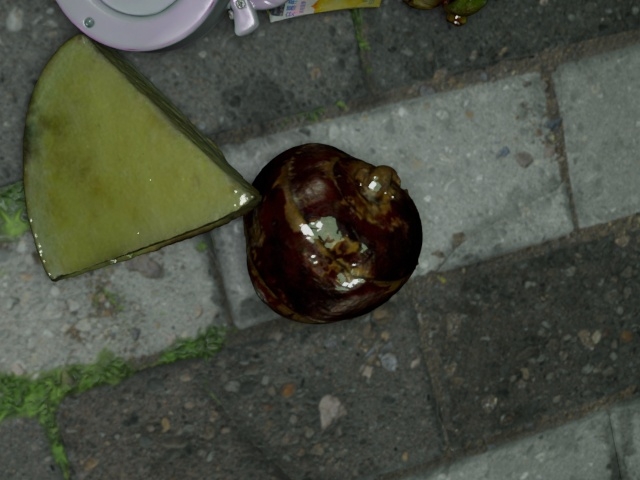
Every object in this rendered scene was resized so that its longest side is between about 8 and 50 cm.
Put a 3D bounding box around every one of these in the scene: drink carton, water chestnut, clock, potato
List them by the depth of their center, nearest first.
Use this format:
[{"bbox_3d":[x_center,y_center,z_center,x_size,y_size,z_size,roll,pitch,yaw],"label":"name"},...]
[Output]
[{"bbox_3d":[-0.166,-0.371,1.179,0.338,0.102,0.339,1,102,3],"label":"clock"},{"bbox_3d":[-0.222,-0.115,1.234,0.269,0.112,0.255,-20,89,11],"label":"potato"},{"bbox_3d":[0.000,0.000,1.283,0.223,0.238,0.224,17,57,-29],"label":"water chestnut"},{"bbox_3d":[-0.023,-0.313,1.291,0.199,0.084,0.075,-10,68,-15],"label":"drink carton"}]

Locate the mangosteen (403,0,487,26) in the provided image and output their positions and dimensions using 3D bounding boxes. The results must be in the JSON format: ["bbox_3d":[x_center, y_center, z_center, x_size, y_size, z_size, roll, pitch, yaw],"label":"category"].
[{"bbox_3d":[0.166,-0.360,1.305,0.199,0.200,0.200,-2,97,-16],"label":"mangosteen"}]
